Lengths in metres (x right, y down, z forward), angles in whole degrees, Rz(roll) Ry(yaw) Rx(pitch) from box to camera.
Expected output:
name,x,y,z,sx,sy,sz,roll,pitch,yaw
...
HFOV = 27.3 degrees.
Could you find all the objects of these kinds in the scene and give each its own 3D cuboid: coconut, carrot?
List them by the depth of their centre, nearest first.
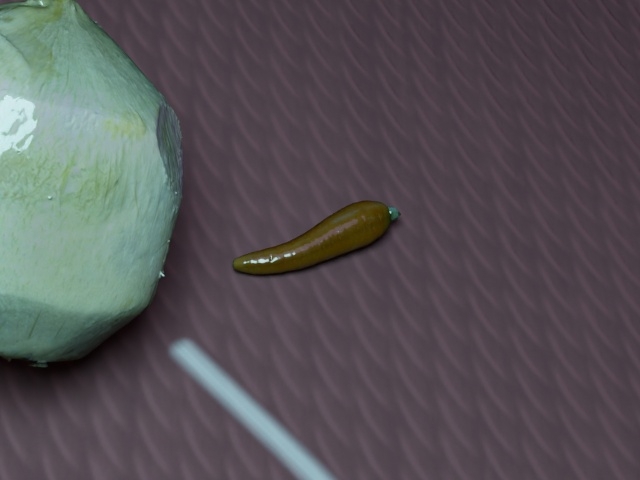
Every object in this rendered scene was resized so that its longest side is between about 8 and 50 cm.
name,x,y,z,sx,sy,sz,roll,pitch,yaw
coconut,-0.204,-0.047,0.857,0.227,0.227,0.231,13,91,-5
carrot,0.000,0.000,1.007,0.142,0.035,0.035,-22,64,-21
